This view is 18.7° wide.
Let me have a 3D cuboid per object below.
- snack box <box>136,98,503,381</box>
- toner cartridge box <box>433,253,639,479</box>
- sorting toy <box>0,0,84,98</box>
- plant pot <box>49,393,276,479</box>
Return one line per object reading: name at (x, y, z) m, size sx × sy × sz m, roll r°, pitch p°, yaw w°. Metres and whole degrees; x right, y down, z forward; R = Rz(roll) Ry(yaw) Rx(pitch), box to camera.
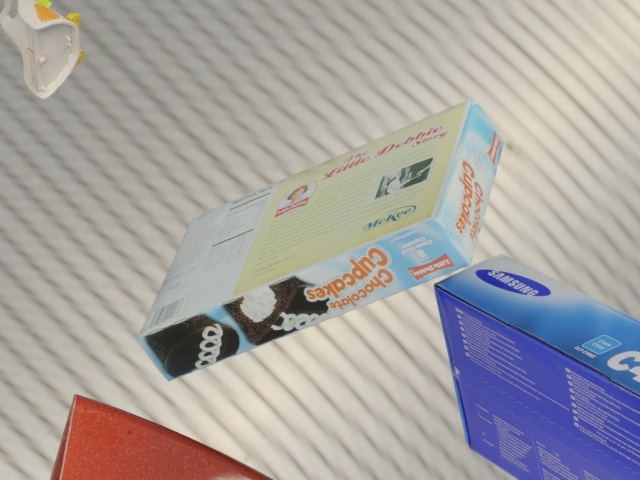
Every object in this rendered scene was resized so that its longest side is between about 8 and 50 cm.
snack box at (0.000, 0.000, 1.712) m, size 0.060 × 0.322 × 0.187 m, roll 53°, pitch 32°, yaw -24°
toner cartridge box at (0.223, 0.141, 1.504) m, size 0.075 × 0.348 × 0.165 m, roll -23°, pitch 117°, yaw -23°
sorting toy at (-0.219, -0.163, 1.460) m, size 0.075 × 0.083 × 0.045 m, roll 41°, pitch 62°, yaw 21°
plant pot at (-0.116, 0.314, 1.529) m, size 0.236 × 0.267 × 0.267 m, roll 11°, pitch 54°, yaw -8°
